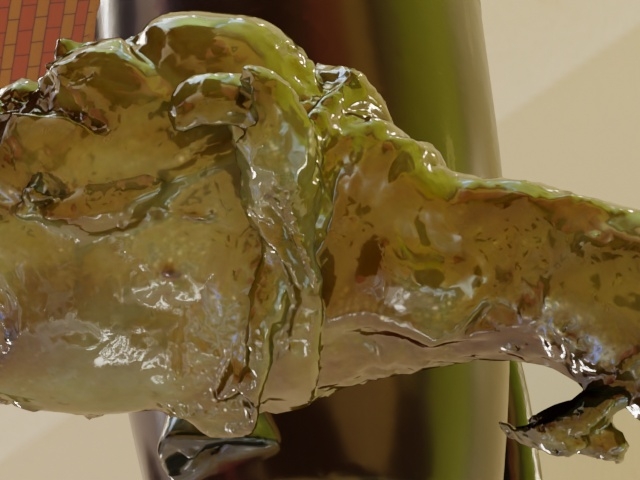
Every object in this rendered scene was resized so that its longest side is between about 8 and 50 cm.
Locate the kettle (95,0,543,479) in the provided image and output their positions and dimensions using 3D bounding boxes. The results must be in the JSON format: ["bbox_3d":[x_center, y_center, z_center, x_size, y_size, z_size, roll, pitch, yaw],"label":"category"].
[{"bbox_3d":[0.006,0.027,0.681,0.144,0.202,0.232,-20,-127,24],"label":"kettle"}]

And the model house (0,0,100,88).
[{"bbox_3d":[-0.137,-0.137,1.032,0.207,0.294,0.154,18,-144,3],"label":"model house"}]

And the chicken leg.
[{"bbox_3d":[0.000,0.000,0.462,0.227,0.103,0.088,5,-161,15],"label":"chicken leg"}]
